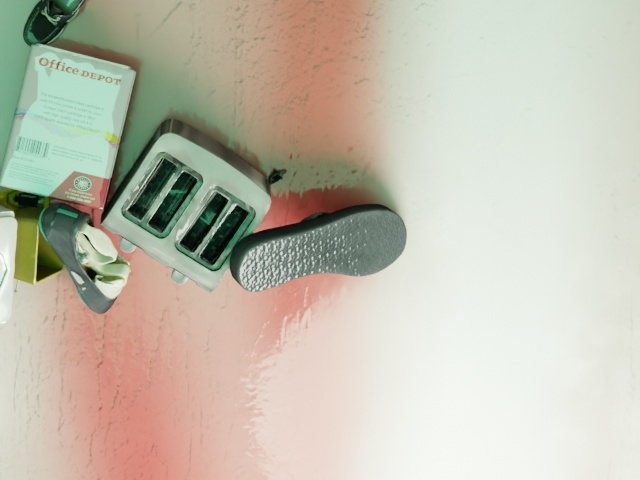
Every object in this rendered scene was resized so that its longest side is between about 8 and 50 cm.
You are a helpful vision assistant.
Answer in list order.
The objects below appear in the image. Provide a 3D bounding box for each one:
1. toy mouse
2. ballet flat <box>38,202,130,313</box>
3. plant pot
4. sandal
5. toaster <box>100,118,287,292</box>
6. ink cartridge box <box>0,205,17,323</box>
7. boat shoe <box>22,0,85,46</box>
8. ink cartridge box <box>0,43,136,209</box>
[{"bbox_3d":[-0.382,-0.003,1.430,0.161,0.031,0.143,1,104,-5],"label":"toy mouse"},{"bbox_3d":[-0.275,0.028,1.382,0.074,0.074,0.203,-20,140,0],"label":"ballet flat"},{"bbox_3d":[-0.365,0.001,1.376,0.083,0.081,0.081,9,103,12],"label":"plant pot"},{"bbox_3d":[0.000,-0.001,1.418,0.255,0.054,0.097,-7,120,-31],"label":"sandal"},{"bbox_3d":[-0.159,-0.047,1.400,0.168,0.110,0.185,33,99,-13],"label":"toaster"},{"bbox_3d":[-0.453,0.013,1.347,0.082,0.191,0.139,-7,110,-47],"label":"ink cartridge box"},{"bbox_3d":[-0.315,-0.282,1.363,0.125,0.038,0.046,-42,104,6],"label":"boat shoe"},{"bbox_3d":[-0.304,-0.135,1.366,0.127,0.072,0.175,14,89,-8],"label":"ink cartridge box"}]
